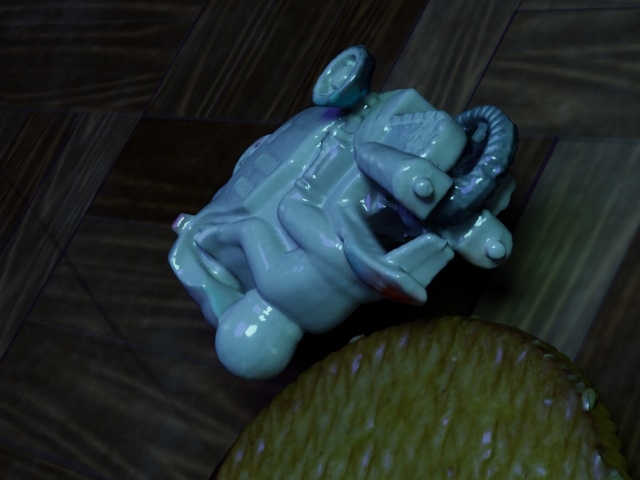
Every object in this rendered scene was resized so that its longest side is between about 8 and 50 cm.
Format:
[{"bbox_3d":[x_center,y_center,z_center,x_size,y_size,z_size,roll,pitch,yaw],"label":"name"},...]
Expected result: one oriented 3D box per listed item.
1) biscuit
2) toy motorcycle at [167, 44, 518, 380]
[{"bbox_3d":[0.023,0.170,0.818,0.305,0.038,0.305,-32,39,30],"label":"biscuit"},{"bbox_3d":[0.000,0.000,0.938,0.260,0.110,0.171,1,58,60],"label":"toy motorcycle"}]
